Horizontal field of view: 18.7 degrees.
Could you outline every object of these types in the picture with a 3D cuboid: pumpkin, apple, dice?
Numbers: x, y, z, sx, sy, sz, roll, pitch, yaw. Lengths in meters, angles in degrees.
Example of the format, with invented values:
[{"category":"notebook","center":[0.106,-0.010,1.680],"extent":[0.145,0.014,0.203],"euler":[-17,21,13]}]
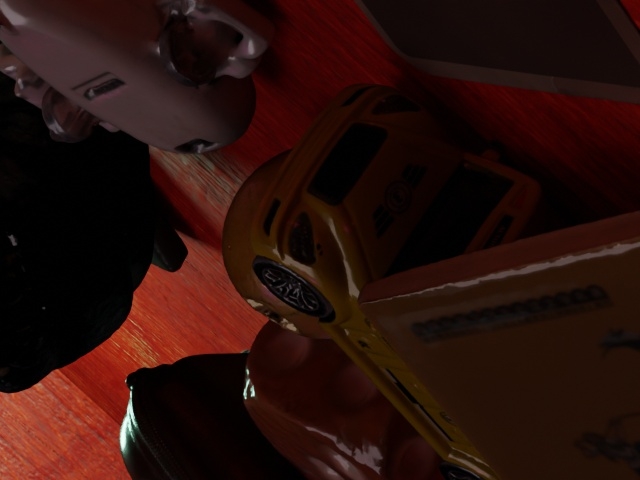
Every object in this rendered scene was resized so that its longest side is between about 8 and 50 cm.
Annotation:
[{"category":"pumpkin","center":[-0.318,-0.030,1.675],"extent":[0.363,0.363,0.266],"euler":[36,154,25]},{"category":"apple","center":[0.000,0.000,1.371],"extent":[0.146,0.146,0.146],"euler":[39,165,13]},{"category":"dice","center":[0.065,0.115,1.459],"extent":[0.179,0.175,0.174],"euler":[22,155,44]}]

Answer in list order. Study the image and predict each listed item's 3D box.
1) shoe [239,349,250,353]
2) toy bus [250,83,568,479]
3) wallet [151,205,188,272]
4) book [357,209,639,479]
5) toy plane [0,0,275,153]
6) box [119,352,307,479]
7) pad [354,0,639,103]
[{"category":"shoe","center":[-0.006,0.188,1.992],"extent":[0.207,0.091,0.106],"euler":[36,170,34]},{"category":"toy bus","center":[0.108,0.050,1.231],"extent":[0.151,0.145,0.331],"euler":[10,149,50]},{"category":"wallet","center":[-0.234,-0.074,1.941],"extent":[0.182,0.049,0.229],"euler":[25,155,50]},{"category":"book","center":[0.228,0.130,1.122],"extent":[0.269,0.032,0.389],"euler":[-16,127,35]},{"category":"toy plane","center":[-0.144,-0.148,1.334],"extent":[0.252,0.118,0.252],"euler":[13,150,7]},{"category":"box","center":[-0.005,0.205,1.669],"extent":[0.263,0.108,0.404],"euler":[49,-160,22]},{"category":"pad","center":[0.071,-0.145,1.049],"extent":[0.176,0.002,0.266],"euler":[50,163,-27]}]
